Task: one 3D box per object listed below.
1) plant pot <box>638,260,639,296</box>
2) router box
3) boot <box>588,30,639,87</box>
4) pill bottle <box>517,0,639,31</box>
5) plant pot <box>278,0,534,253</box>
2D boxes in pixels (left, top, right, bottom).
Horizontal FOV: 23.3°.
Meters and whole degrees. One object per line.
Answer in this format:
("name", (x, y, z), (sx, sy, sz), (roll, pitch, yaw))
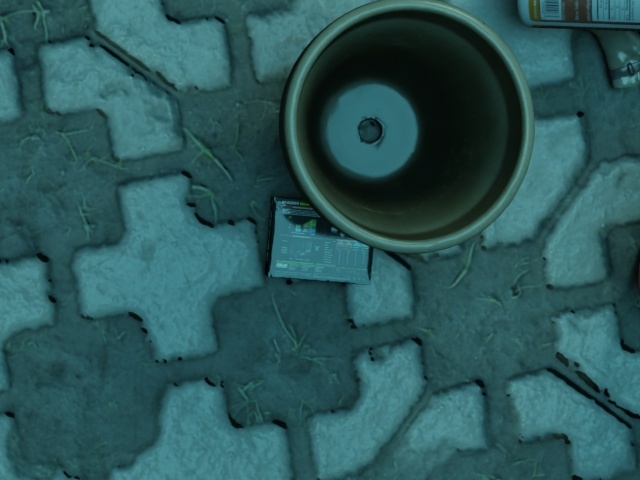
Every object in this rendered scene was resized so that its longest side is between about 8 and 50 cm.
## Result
("plant pot", (0.522, -0.008, 1.716), (0.243, 0.275, 0.275), (23, 89, -3))
("router box", (0.000, 0.000, 1.764), (0.122, 0.038, 0.092), (5, 92, -9))
("boot", (0.347, -0.221, 1.809), (0.118, 0.042, 0.087), (-1, 101, -2))
("pill bottle", (0.333, -0.294, 1.726), (0.216, 0.121, 0.121), (4, 92, 14))
("plant pot", (0.077, -0.121, 1.674), (0.263, 0.229, 0.263), (0, 92, -8))
